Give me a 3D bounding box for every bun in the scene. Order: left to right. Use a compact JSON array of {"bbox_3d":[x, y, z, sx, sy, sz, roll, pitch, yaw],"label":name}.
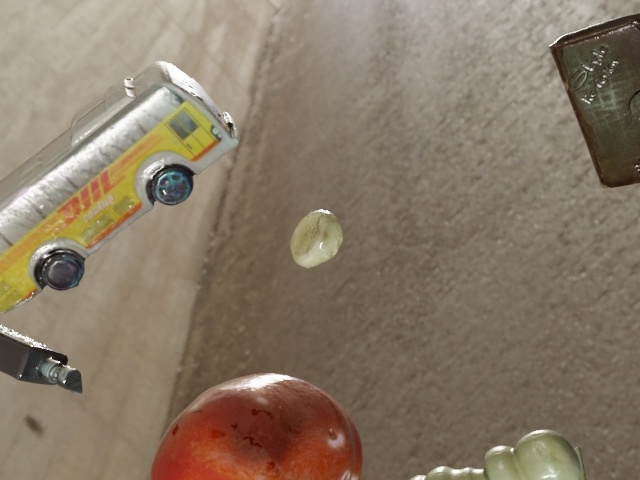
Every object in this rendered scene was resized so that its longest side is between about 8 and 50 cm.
[{"bbox_3d":[0.000,0.000,1.504,0.086,0.055,0.086,-37,39,37],"label":"bun"}]

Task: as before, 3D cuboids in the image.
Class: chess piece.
[{"bbox_3d":[0.254,0.353,1.532,0.243,0.133,0.133,-31,20,16],"label":"chess piece"}]

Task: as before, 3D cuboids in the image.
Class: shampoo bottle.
[{"bbox_3d":[-0.521,0.192,1.827,0.310,0.098,0.071,14,81,36],"label":"shampoo bottle"}]

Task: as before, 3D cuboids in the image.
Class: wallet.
[{"bbox_3d":[0.389,-0.173,1.384,0.122,0.232,0.031,-13,29,26],"label":"wallet"}]

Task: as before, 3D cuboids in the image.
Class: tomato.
[{"bbox_3d":[-0.101,0.373,1.689,0.293,0.290,0.325,-21,-40,-57],"label":"tomato"}]

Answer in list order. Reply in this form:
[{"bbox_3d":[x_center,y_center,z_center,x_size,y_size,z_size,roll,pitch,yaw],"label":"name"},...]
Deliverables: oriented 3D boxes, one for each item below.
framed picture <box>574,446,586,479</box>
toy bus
[{"bbox_3d":[0.317,0.476,1.558,0.232,0.019,0.296,-45,36,40],"label":"framed picture"},{"bbox_3d":[-0.201,-0.046,0.925,0.268,0.106,0.092,-36,28,6],"label":"toy bus"}]
